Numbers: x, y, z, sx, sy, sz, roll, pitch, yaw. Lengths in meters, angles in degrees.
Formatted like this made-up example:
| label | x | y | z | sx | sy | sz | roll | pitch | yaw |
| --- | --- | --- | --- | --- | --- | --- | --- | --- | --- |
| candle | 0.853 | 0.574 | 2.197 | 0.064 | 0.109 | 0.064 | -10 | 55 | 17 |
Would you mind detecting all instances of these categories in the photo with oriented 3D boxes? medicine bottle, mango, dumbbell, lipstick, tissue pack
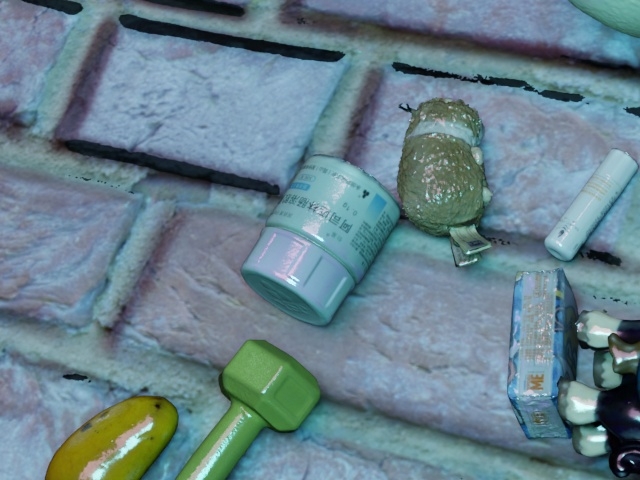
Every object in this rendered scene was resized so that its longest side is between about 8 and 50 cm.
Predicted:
| label | x | y | z | sx | sy | sz | roll | pitch | yaw |
| --- | --- | --- | --- | --- | --- | --- | --- | --- | --- |
| medicine bottle | 0.000 | 0.000 | 2.220 | 0.135 | 0.135 | 0.168 | 23 | 73 | 30 |
| mango | -0.241 | 0.245 | 2.191 | 0.178 | 0.090 | 0.115 | -48 | 23 | -11 |
| dumbbell | -0.123 | 0.251 | 2.137 | 0.302 | 0.121 | 0.108 | -52 | 29 | -13 |
| lipstick | 0.308 | -0.040 | 2.178 | 0.040 | 0.040 | 0.141 | 29 | 76 | 32 |
| tissue pack | 0.240 | 0.122 | 2.064 | 0.065 | 0.115 | 0.155 | -2 | 60 | 17 |

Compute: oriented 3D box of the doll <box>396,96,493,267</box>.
| label | x | y | z | sx | sy | sz | roll | pitch | yaw |
| --- | --- | --- | --- | --- | --- | --- | --- | --- | --- |
| doll | 0.145 | -0.063 | 2.219 | 0.115 | 0.105 | 0.221 | 5 | 63 | -24 |

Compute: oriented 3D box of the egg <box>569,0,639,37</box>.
| label | x | y | z | sx | sy | sz | roll | pitch | yaw |
| --- | --- | --- | --- | --- | --- | --- | --- | --- | --- |
| egg | 0.407 | -0.332 | 2.211 | 0.337 | 0.201 | 0.337 | -9 | 33 | 6 |

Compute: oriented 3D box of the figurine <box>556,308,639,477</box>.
| label | x | y | z | sx | sy | sz | roll | pitch | yaw |
| --- | --- | --- | --- | --- | --- | --- | --- | --- | --- |
| figurine | 0.439 | 0.152 | 1.930 | 0.306 | 0.241 | 0.412 | -30 | 33 | -26 |
